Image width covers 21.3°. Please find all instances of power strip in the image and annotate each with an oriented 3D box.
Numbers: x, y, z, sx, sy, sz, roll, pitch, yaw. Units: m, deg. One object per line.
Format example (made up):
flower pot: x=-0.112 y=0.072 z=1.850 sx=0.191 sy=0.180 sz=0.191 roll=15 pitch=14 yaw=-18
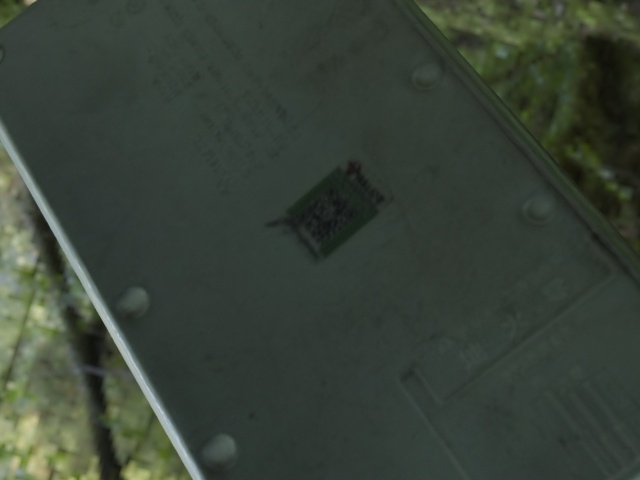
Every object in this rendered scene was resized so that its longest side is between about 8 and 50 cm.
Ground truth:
power strip: x=0.000 y=0.000 z=0.441 sx=0.270 sy=0.118 sz=0.046 roll=55 pitch=-177 yaw=38
